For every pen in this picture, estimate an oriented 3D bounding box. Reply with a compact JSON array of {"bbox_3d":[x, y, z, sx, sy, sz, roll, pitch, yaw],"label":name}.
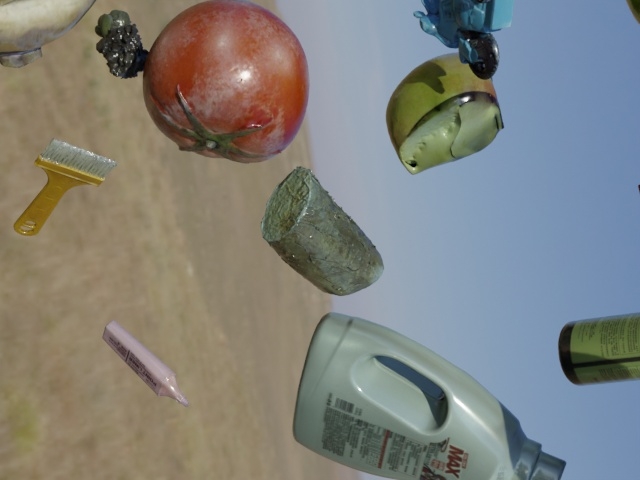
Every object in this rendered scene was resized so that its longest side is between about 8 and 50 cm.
[{"bbox_3d":[-0.288,0.210,2.108,0.197,0.032,0.053,39,-48,19],"label":"pen"}]

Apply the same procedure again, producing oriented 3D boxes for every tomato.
[{"bbox_3d":[-0.144,-0.254,1.986,0.265,0.264,0.265,170,-90,-90],"label":"tomato"}]

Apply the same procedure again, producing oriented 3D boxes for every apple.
[{"bbox_3d":[0.204,-0.217,2.109,0.207,0.188,0.174,-26,97,-77],"label":"apple"}]

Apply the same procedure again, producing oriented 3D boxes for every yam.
[{"bbox_3d":[0.000,0.000,1.627,0.183,0.107,0.107,44,24,-38],"label":"yam"}]

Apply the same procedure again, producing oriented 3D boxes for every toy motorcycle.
[{"bbox_3d":[0.225,-0.388,1.889,0.182,0.123,0.272,45,-41,47],"label":"toy motorcycle"}]

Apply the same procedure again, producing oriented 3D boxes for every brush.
[{"bbox_3d":[-0.402,-0.070,1.906,0.272,0.103,0.013,-41,-143,48],"label":"brush"}]

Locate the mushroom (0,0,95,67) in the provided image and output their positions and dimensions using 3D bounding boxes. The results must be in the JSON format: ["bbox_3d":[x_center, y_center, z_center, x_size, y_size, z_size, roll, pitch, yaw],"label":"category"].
[{"bbox_3d":[-0.296,-0.283,1.161,0.184,0.255,0.255,11,-61,42],"label":"mushroom"}]

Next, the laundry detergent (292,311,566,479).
[{"bbox_3d":[0.165,0.266,1.857,0.125,0.397,0.264,-53,159,-48],"label":"laundry detergent"}]

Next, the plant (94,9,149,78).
[{"bbox_3d":[-0.327,-0.326,2.067,0.174,0.085,0.087,-116,-150,-48],"label":"plant"}]

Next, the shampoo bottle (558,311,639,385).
[{"bbox_3d":[0.494,0.153,1.865,0.101,0.283,0.101,18,67,-49],"label":"shampoo bottle"}]

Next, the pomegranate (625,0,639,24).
[{"bbox_3d":[0.557,-0.355,1.723,0.286,0.230,0.231,20,-54,54],"label":"pomegranate"}]

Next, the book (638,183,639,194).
[{"bbox_3d":[0.651,-0.003,2.174,0.022,0.162,0.232,-8,84,-83],"label":"book"}]
